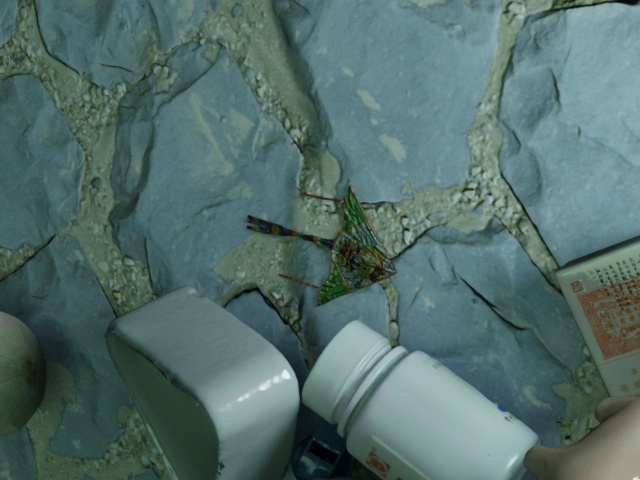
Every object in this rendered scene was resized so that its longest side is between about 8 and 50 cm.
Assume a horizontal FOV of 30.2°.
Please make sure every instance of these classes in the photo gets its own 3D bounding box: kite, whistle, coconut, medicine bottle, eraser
[{"bbox_3d":[0.000,0.000,1.650,0.244,0.006,0.198,20,114,24],"label":"kite"},{"bbox_3d":[0.009,0.301,1.698,0.090,0.090,0.158,25,77,22],"label":"whistle"},{"bbox_3d":[-0.546,0.220,1.911,0.234,0.224,0.224,2,105,27],"label":"coconut"},{"bbox_3d":[0.125,0.241,1.549,0.293,0.170,0.170,34,118,16],"label":"medicine bottle"},{"bbox_3d":[-0.173,0.204,1.682,0.331,0.150,0.331,42,149,34],"label":"eraser"}]

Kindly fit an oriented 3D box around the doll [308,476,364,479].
[{"bbox_3d":[0.002,0.438,1.629,0.221,0.251,0.221,7,107,26],"label":"doll"}]

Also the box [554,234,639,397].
[{"bbox_3d":[0.386,0.100,1.424,0.141,0.058,0.201,-22,92,33],"label":"box"}]

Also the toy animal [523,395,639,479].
[{"bbox_3d":[0.340,0.315,1.305,0.269,0.326,0.237,26,145,50],"label":"toy animal"}]
